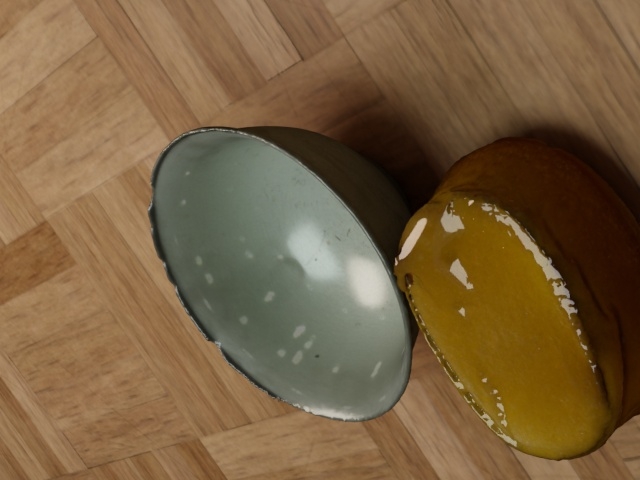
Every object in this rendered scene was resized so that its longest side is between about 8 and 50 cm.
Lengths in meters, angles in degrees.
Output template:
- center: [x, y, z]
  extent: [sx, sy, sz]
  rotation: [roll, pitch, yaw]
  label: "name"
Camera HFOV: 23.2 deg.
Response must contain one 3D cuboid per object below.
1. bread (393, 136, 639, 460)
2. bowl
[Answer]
- center: [0.182, 0.047, 1.282]
  extent: [0.195, 0.142, 0.270]
  rotation: [-15, 106, 46]
  label: "bread"
- center: [0.000, 0.000, 1.440]
  extent: [0.313, 0.146, 0.313]
  rotation: [28, 140, 27]
  label: "bowl"
